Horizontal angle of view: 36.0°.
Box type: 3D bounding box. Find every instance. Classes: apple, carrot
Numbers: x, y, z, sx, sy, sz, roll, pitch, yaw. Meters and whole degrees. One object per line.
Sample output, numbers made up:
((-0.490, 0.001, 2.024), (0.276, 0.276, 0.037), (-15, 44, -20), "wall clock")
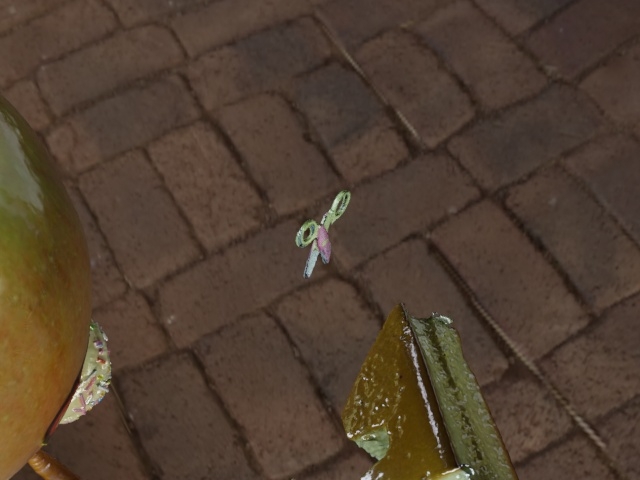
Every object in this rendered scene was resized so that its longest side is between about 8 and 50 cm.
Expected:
((-0.313, 0.024, 0.671), (0.339, 0.305, 0.338), (15, 46, -16), "apple")
((-0.366, 0.333, 1.373), (0.048, 0.216, 0.048), (-10, 47, 11), "carrot")

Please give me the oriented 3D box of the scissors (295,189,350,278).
((0.000, 0.000, 1.709), (0.020, 0.187, 0.133), (38, 60, 20), "scissors")

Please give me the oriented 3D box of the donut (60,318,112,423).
((-0.370, 0.169, 1.344), (0.175, 0.068, 0.174), (-1, 87, 20), "donut")

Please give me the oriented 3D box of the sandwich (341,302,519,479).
((0.102, 0.183, 0.963), (0.128, 0.122, 0.235), (-37, 36, 19), "sandwich")

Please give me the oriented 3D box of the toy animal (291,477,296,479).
((-0.050, 0.300, 0.850), (0.086, 0.219, 0.069), (14, 17, 7), "toy animal")
